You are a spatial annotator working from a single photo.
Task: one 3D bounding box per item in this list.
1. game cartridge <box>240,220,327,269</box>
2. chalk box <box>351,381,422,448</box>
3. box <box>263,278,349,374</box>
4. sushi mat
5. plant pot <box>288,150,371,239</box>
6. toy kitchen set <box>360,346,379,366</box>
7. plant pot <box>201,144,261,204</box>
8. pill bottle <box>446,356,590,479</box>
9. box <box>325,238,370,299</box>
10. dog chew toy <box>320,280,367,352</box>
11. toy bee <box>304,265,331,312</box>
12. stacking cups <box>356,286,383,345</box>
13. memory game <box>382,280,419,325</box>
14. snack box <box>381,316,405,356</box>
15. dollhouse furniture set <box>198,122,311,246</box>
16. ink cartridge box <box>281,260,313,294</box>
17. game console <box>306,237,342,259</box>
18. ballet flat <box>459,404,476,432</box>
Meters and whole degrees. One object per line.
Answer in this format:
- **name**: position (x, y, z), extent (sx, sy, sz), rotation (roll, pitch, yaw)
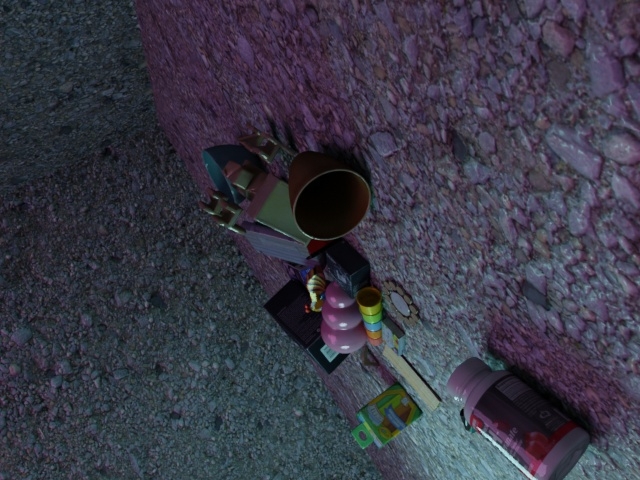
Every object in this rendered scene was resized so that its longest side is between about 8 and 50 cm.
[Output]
- **game cartridge**: position (-0.160, 0.017, 2.069), extent (0.355, 0.068, 0.230), rotation (14, 151, 23)
- **chalk box**: position (0.277, 0.801, 2.122), extent (0.180, 0.289, 0.179), rotation (50, 160, 22)
- **box**: position (-0.055, 0.433, 2.403), extent (0.395, 0.212, 0.293), rotation (34, 163, 42)
- **sushi mat**: position (0.365, 0.549, 1.925), extent (0.316, 0.019, 0.151), rotation (48, 158, 28)
- **plant pot**: position (-0.004, -0.170, 1.453), extent (0.254, 0.237, 0.237), rotation (-119, 10, -48)
- **toy kitchen set**: position (0.233, 0.559, 2.265), extent (0.068, 0.075, 0.083), rotation (117, 159, -66)
- **plant pot**: position (-0.388, -0.327, 2.191), extent (0.290, 0.195, 0.290), rotation (49, 160, 25)
- **pill bottle**: position (0.480, 0.443, 1.199), extent (0.318, 0.176, 0.176), rotation (39, 154, 45)
- **box**: position (0.103, 0.108, 1.780), extent (0.156, 0.093, 0.158), rotation (45, 157, 35)
- **dog chew toy**: position (0.094, 0.303, 1.963), extent (0.207, 0.207, 0.331), rotation (36, 140, 50)
- **toy bee**: position (-0.008, 0.258, 2.099), extent (0.195, 0.162, 0.298), rotation (-88, -27, -73)
- **stacking cups**: position (0.204, 0.313, 1.844), extent (0.096, 0.096, 0.316), rotation (42, 157, 40)
- **memory game**: position (0.275, 0.214, 1.629), extent (0.186, 0.012, 0.186), rotation (50, 160, 26)
- **snack box**: position (0.280, 0.371, 1.828), extent (0.100, 0.037, 0.141), rotation (46, 158, 37)
- **dollhouse furniture set**: position (-0.191, -0.171, 1.733), extent (0.256, 0.362, 0.394), rotation (28, -173, -42)
- **ink cartridge box**: position (-0.086, 0.190, 2.455), extent (0.333, 0.065, 0.165), rotation (15, 133, 63)
- **game console**: position (0.000, 0.000, 1.790), extent (0.085, 0.144, 0.124), rotation (60, 162, -1)
- **ballet flat**: position (0.479, 0.525, 1.479), extent (0.280, 0.095, 0.096), rotation (86, 159, -55)
